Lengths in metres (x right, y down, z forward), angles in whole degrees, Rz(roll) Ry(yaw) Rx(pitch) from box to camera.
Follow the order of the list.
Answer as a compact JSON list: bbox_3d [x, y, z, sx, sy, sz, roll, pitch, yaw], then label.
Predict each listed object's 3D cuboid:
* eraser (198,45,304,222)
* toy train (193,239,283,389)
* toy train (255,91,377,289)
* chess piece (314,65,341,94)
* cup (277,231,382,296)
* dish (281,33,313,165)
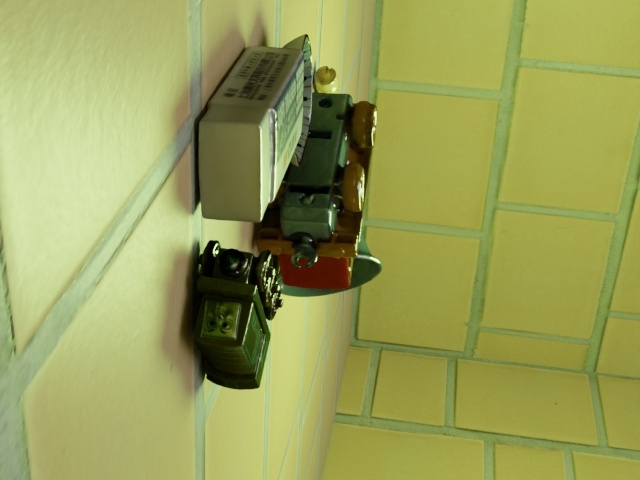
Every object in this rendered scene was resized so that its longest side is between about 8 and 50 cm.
[{"bbox_3d":[-0.078,-0.137,1.219,0.279,0.081,0.124,-73,168,-61],"label":"eraser"},{"bbox_3d":[-0.102,0.091,1.211,0.225,0.090,0.137,81,20,-69],"label":"toy train"},{"bbox_3d":[0.000,-0.076,1.631,0.232,0.163,0.369,86,11,-50],"label":"toy train"},{"bbox_3d":[0.016,-0.306,2.081,0.122,0.066,0.066,75,22,-59],"label":"chess piece"},{"bbox_3d":[0.000,0.000,1.813,0.199,0.199,0.150,81,-2,-69],"label":"cup"},{"bbox_3d":[-0.055,-0.205,1.456,0.190,0.066,0.191,5,90,-83],"label":"dish"}]
